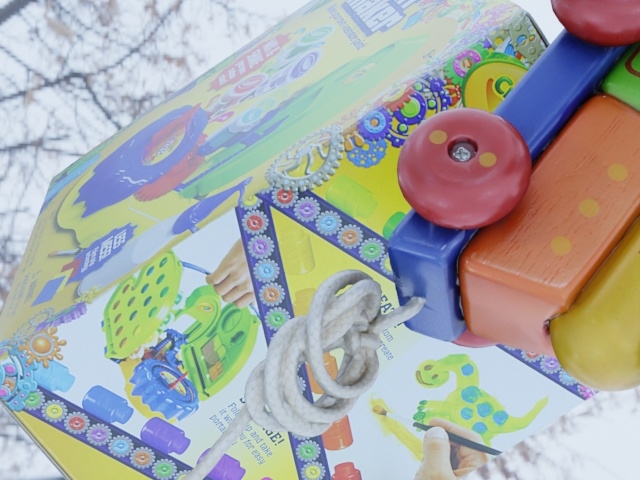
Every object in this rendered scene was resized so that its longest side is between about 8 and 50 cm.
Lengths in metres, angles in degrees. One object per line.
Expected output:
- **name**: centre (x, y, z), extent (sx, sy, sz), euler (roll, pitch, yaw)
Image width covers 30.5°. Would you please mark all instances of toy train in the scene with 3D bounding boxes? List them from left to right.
- **toy train**: centre (0.088, 0.025, 0.380), extent (0.248, 0.143, 0.105), euler (-49, -28, -19)

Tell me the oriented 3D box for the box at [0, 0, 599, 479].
- **box**: centre (0.000, 0.000, 0.642), extent (0.279, 0.290, 0.177), euler (-33, -70, 5)
